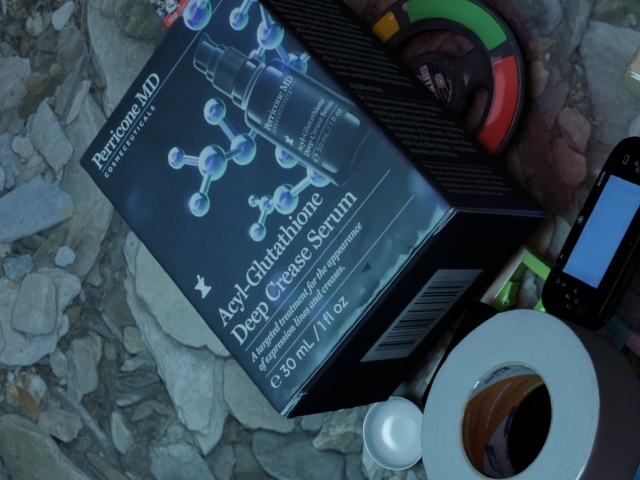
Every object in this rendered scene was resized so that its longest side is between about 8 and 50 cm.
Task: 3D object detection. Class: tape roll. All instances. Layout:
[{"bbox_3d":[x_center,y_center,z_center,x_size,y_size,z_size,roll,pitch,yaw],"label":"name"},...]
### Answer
[{"bbox_3d":[0.197,0.178,1.391,0.219,0.072,0.219,-24,55,41],"label":"tape roll"}]

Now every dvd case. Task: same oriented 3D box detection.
[{"bbox_3d":[-0.180,-0.323,1.857,0.087,0.013,0.119,-44,68,23],"label":"dvd case"}]

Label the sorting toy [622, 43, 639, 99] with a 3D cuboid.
[{"bbox_3d":[0.397,-0.227,1.451,0.307,0.041,0.229,32,105,20],"label":"sorting toy"}]

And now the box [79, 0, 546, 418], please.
[{"bbox_3d":[-0.016,-0.058,1.577,0.395,0.212,0.293,49,115,25],"label":"box"}]

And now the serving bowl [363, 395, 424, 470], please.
[{"bbox_3d":[0.090,0.216,1.653,0.083,0.027,0.083,-2,86,31],"label":"serving bowl"}]

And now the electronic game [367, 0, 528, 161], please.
[{"bbox_3d":[0.125,-0.166,1.638,0.229,0.048,0.229,-2,86,32],"label":"electronic game"}]

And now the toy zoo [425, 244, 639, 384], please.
[{"bbox_3d":[0.269,0.165,1.542,0.293,0.030,0.192,42,109,26],"label":"toy zoo"}]

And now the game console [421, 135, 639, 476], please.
[{"bbox_3d":[0.246,0.060,1.483,0.213,0.044,0.361,32,97,52],"label":"game console"}]

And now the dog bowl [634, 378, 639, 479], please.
[{"bbox_3d":[0.320,0.275,1.447,0.166,0.074,0.297,27,102,28],"label":"dog bowl"}]
